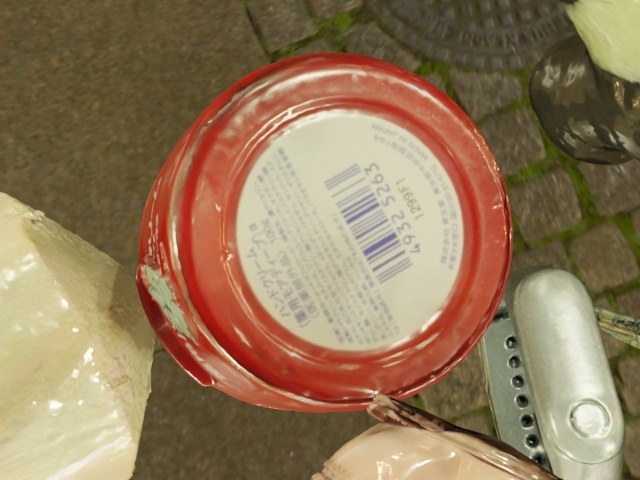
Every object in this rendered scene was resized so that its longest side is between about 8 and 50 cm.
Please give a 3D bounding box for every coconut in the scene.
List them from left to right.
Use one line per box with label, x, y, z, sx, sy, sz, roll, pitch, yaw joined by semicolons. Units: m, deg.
coconut;-0.230;0.091;0.850;0.244;0.239;0.239;-30;101;-25

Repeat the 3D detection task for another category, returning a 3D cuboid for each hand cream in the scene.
hand cream;0.000;0.000;0.776;0.230;0.149;0.230;2;82;-17

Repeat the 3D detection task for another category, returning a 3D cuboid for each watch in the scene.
watch;0.172;0.117;0.937;0.068;0.193;0.206;-12;67;-8

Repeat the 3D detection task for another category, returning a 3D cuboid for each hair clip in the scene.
hair clip;0.342;0.091;1.030;0.229;0.066;0.036;9;60;10

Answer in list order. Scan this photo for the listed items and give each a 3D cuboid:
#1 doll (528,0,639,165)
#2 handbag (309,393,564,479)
doll;0.149;-0.087;0.452;0.143;0.135;0.234;-34;125;1
handbag;0.071;0.152;0.506;0.179;0.205;0.116;41;77;-44
